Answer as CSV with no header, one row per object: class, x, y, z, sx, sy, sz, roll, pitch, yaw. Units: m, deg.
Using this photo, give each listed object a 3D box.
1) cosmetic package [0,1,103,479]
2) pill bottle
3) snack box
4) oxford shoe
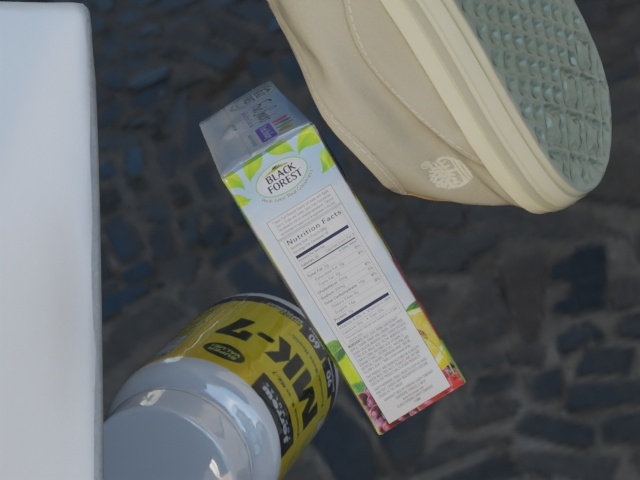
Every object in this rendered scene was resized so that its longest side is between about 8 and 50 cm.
cosmetic package,-0.302,0.060,0.980,0.327,0.330,0.393,0,-5,-11
pill bottle,-0.069,0.119,1.116,0.119,0.119,0.208,-8,14,18
snack box,0.000,0.000,0.598,0.037,0.100,0.141,-30,12,-1
oxford shoe,0.001,-0.190,0.855,0.130,0.449,0.169,-11,33,36
